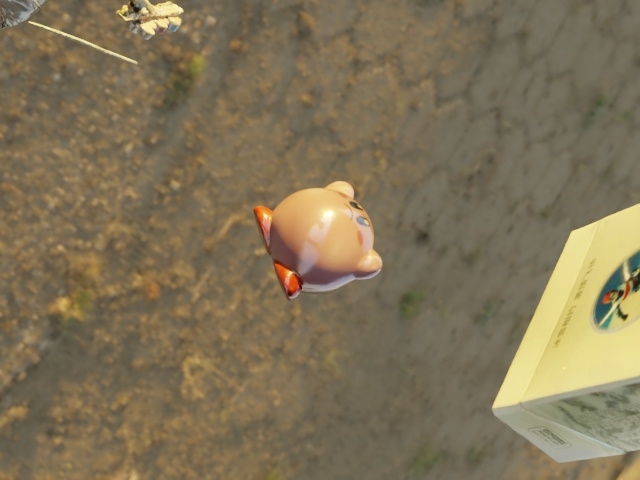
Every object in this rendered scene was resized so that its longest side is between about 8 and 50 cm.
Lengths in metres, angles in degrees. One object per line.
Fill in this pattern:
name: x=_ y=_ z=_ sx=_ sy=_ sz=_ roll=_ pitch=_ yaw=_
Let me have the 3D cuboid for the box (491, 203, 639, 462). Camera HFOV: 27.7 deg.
box: x=0.230 y=0.044 z=0.816 sx=0.164 sy=0.069 sz=0.256 roll=-61 pitch=-165 yaw=-26

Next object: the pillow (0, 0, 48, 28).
pillow: x=-0.472 y=-0.436 z=1.994 sx=0.173 sy=0.067 sz=0.270 roll=-54 pitch=161 yaw=-11

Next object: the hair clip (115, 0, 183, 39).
hair clip: x=-0.239 y=-0.313 z=1.815 sx=0.056 sy=0.062 sz=0.214 roll=-55 pitch=175 yaw=9

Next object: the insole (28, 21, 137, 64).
insole: x=-0.284 y=-0.238 z=1.571 sx=0.197 sy=0.065 sz=0.004 roll=13 pitch=98 yaw=-64

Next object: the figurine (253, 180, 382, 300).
figurine: x=0.000 y=0.000 z=2.012 sx=0.173 sy=0.173 sz=0.173 roll=-39 pitch=148 yaw=-30
